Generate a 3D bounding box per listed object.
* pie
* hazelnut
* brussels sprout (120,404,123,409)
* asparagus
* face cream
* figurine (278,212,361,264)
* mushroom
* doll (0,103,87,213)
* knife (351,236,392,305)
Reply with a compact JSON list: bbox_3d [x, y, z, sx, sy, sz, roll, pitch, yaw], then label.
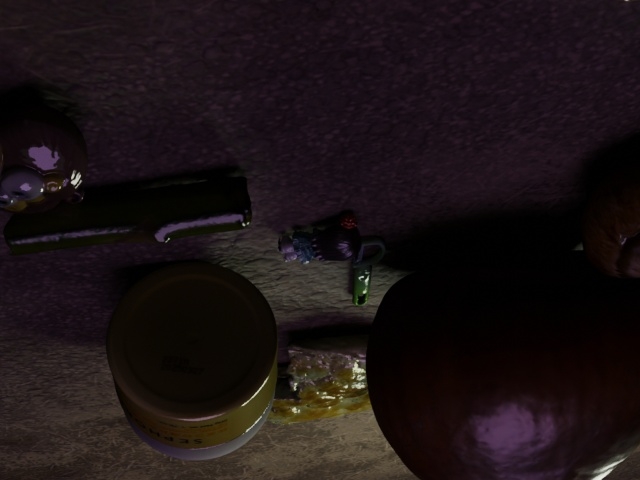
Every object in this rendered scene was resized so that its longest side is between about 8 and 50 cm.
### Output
[{"bbox_3d":[0.031,0.231,1.827,0.337,0.075,0.337,-7,155,-3],"label":"pie"},{"bbox_3d":[0.261,0.175,1.482,0.409,0.359,0.359,3,153,-11],"label":"hazelnut"},{"bbox_3d":[-0.211,0.200,1.625,0.180,0.144,0.161,-18,-170,-5],"label":"brussels sprout"},{"bbox_3d":[-0.212,-0.027,1.226,0.277,0.067,0.060,-5,-178,3],"label":"asparagus"},{"bbox_3d":[-0.165,0.160,1.452,0.218,0.218,0.179,-5,154,-6],"label":"face cream"},{"bbox_3d":[0.000,0.000,1.370,0.106,0.047,0.060,-10,115,18],"label":"figurine"},{"bbox_3d":[0.436,-0.006,1.317,0.267,0.254,0.267,18,155,9],"label":"mushroom"},{"bbox_3d":[-0.312,-0.082,1.052,0.188,0.096,0.145,13,142,-19],"label":"doll"},{"bbox_3d":[0.067,0.044,1.513,0.054,0.015,0.212,-13,155,-7],"label":"knife"}]
